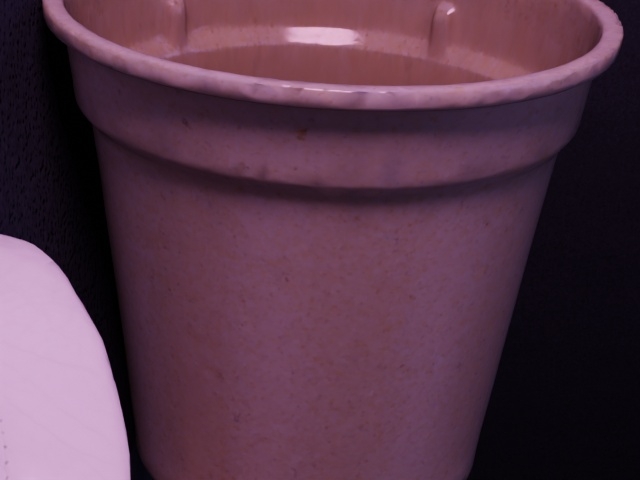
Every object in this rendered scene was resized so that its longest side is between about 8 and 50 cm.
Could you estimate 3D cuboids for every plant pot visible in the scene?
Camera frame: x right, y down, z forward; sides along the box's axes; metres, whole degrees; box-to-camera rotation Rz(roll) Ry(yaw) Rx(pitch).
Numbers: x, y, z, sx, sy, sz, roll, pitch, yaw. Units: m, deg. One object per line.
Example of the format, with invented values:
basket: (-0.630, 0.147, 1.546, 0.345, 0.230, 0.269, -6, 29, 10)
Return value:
plant pot: (0.000, 0.000, 0.955, 0.334, 0.334, 0.305, -78, 172, -67)

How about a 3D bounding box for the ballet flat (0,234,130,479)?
ballet flat: (-0.129, 0.143, 0.440, 0.139, 0.139, 0.400, 74, 7, -55)
